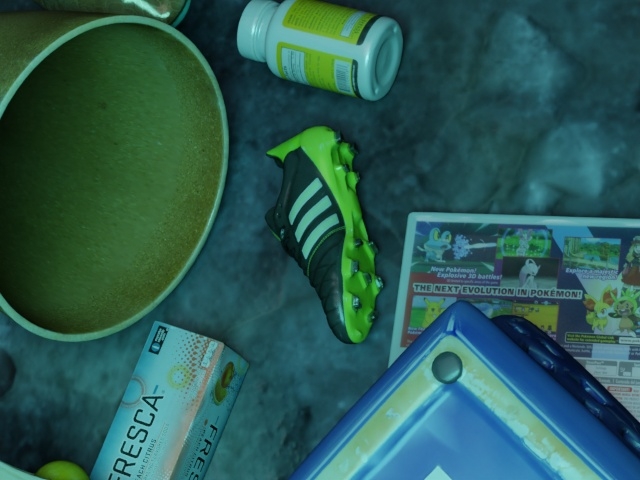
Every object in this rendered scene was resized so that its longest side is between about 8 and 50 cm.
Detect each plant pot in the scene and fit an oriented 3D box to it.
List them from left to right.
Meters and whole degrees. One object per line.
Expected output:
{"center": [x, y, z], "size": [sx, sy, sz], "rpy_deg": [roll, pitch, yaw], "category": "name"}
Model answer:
{"center": [-0.238, -0.076, 1.357], "size": [0.254, 0.237, 0.237], "rpy_deg": [21, 78, 40], "category": "plant pot"}
{"center": [0.106, 0.188, 1.120], "size": [0.236, 0.212, 0.236], "rpy_deg": [-47, 68, 3], "category": "plant pot"}

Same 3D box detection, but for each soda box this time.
{"center": [-0.118, 0.155, 1.306], "size": [0.063, 0.058, 0.183], "rpy_deg": [17, 76, 23], "category": "soda box"}

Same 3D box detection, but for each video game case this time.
{"center": [0.148, 0.071, 1.270], "size": [0.201, 0.023, 0.183], "rpy_deg": [2, 72, 20], "category": "video game case"}

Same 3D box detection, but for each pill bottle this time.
{"center": [-0.002, -0.149, 1.374], "size": [0.116, 0.065, 0.065], "rpy_deg": [17, 77, 22], "category": "pill bottle"}

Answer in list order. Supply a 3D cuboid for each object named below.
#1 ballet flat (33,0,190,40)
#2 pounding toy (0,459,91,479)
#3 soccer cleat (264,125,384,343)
{"center": [-0.224, -0.276, 1.421], "size": [0.116, 0.124, 0.342], "rpy_deg": [-40, 50, -1], "category": "ballet flat"}
{"center": [-0.275, 0.158, 1.234], "size": [0.269, 0.155, 0.154], "rpy_deg": [15, 82, -12], "category": "pounding toy"}
{"center": [0.000, 0.000, 1.329], "size": [0.072, 0.060, 0.179], "rpy_deg": [-20, 59, 21], "category": "soccer cleat"}
